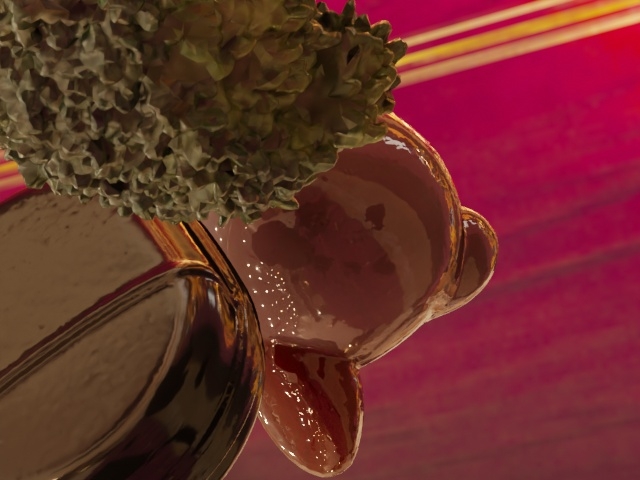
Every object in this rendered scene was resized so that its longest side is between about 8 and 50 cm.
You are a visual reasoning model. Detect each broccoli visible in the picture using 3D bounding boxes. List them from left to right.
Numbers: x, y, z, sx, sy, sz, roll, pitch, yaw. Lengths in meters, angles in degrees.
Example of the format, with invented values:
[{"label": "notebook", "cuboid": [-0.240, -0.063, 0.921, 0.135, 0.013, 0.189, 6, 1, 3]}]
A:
[{"label": "broccoli", "cuboid": [-0.090, -0.132, 0.891, 0.288, 0.259, 0.235, 57, -167, -46]}]

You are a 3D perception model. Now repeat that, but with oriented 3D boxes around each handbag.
[{"label": "handbag", "cuboid": [-0.167, 0.080, 1.219, 0.093, 0.253, 0.308, 53, 179, -41]}]

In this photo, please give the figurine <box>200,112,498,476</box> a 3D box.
[{"label": "figurine", "cuboid": [-0.006, 0.003, 1.498, 0.269, 0.261, 0.211, 44, 169, 24]}]
